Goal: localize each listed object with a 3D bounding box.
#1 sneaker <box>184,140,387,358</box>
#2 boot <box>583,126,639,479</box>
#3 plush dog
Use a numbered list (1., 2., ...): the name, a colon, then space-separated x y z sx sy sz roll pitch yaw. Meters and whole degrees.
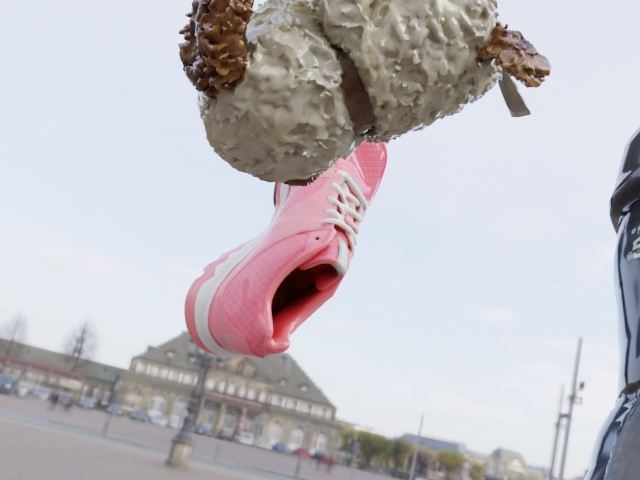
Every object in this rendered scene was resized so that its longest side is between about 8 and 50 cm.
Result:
1. sneaker: 0.000 0.001 0.834 0.136 0.314 0.116 9 -32 51
2. boot: 0.210 0.219 0.329 0.367 0.445 0.146 33 -30 -21
3. plush dog: 0.017 -0.125 0.588 0.225 0.210 0.262 -31 -34 -1
